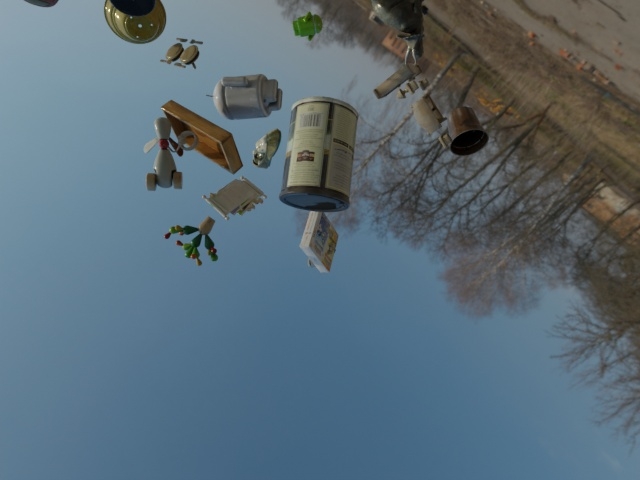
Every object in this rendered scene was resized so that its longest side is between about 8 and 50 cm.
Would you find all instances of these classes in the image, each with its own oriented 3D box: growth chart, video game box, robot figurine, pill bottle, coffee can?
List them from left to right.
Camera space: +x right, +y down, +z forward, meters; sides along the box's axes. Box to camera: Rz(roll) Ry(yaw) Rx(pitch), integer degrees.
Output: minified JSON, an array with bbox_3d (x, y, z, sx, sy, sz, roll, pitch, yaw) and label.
[{"bbox_3d":[-0.525,-0.750,1.114,0.123,0.123,0.219,4,-109,-45],"label":"pill bottle"},{"bbox_3d":[-0.356,-0.182,1.728,0.172,0.021,0.237,47,-125,7],"label":"growth chart"},{"bbox_3d":[-0.367,-0.694,1.966,0.300,0.354,0.199,56,-145,-67],"label":"robot figurine"},{"bbox_3d":[-0.045,-0.796,1.500,0.101,0.115,0.067,68,-166,-67],"label":"robot figurine"},{"bbox_3d":[-0.002,-0.238,1.166,0.202,0.202,0.275,14,-102,-36],"label":"coffee can"},{"bbox_3d":[0.000,0.000,1.618,0.205,0.048,0.187,53,-134,-48],"label":"video game box"}]

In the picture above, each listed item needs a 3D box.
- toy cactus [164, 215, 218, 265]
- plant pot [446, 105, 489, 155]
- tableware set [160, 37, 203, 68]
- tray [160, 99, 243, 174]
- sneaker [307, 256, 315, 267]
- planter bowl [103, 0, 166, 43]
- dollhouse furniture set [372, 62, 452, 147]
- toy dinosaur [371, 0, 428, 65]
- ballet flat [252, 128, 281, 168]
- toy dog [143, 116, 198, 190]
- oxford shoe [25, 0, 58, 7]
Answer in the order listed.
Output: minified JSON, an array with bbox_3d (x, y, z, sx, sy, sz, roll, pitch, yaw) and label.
[{"bbox_3d":[-0.475,-0.014,1.560,0.219,0.180,0.112,33,177,7],"label":"toy cactus"},{"bbox_3d":[0.641,-0.494,1.800,0.167,0.167,0.165,17,-126,-33],"label":"plant pot"},{"bbox_3d":[-0.537,-0.728,1.590,0.194,0.128,0.039,27,171,35],"label":"tableware set"},{"bbox_3d":[-0.545,-0.481,1.871,0.411,0.202,0.076,33,-114,24],"label":"tray"},{"bbox_3d":[0.008,0.015,1.925,0.132,0.228,0.086,2,-176,-12],"label":"sneaker"},{"bbox_3d":[-0.676,-0.814,1.502,0.217,0.217,0.090,6,-135,-44],"label":"planter bowl"},{"bbox_3d":[0.403,-0.542,1.711,0.355,0.174,0.303,55,-147,-7],"label":"dollhouse furniture set"},{"bbox_3d":[0.240,-0.714,1.242,0.313,0.160,0.121,42,173,-8],"label":"toy dinosaur"},{"bbox_3d":[-0.297,-0.480,2.148,0.123,0.348,0.123,5,-107,-17],"label":"ballet flat"},{"bbox_3d":[-0.712,-0.378,1.873,0.220,0.333,0.161,21,179,-18],"label":"toy dog"},{"bbox_3d":[-0.622,-0.703,0.880,0.141,0.397,0.146,7,-116,-31],"label":"oxford shoe"}]
